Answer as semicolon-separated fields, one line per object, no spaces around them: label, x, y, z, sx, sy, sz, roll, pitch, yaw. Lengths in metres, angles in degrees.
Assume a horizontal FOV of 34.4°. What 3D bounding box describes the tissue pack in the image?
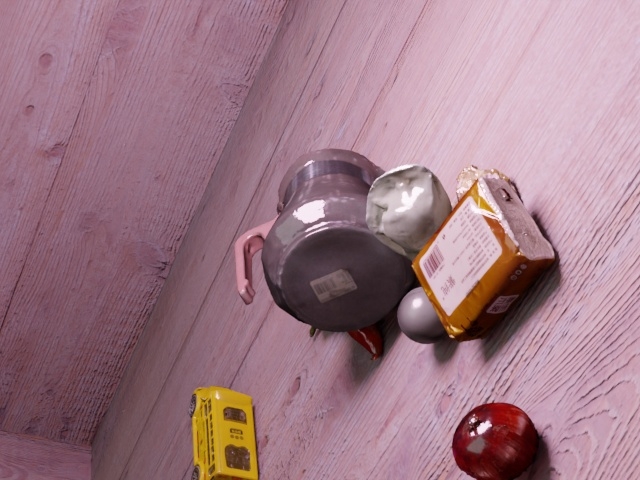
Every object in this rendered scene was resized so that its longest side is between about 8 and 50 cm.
tissue pack;0.261;0.032;1.692;0.226;0.092;0.183;-55;50;37

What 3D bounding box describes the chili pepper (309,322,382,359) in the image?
chili pepper;0.035;0.163;2.216;0.368;0.092;0.137;-172;87;-71

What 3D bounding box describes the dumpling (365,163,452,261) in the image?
dumpling;0.157;-0.036;1.808;0.108;0.153;0.219;-97;-4;-57

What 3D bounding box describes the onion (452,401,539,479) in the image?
onion;0.258;0.299;1.527;0.131;0.131;0.131;-49;32;47

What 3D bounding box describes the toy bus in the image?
toy bus;-0.240;0.489;2.581;0.152;0.144;0.330;-58;28;36

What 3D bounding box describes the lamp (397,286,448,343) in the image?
lamp;0.189;0.133;1.833;0.105;0.105;0.105;-49;32;47

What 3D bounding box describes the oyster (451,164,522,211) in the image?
oyster;0.268;-0.053;1.809;0.191;0.081;0.163;135;140;-57

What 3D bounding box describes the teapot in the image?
teapot;0.000;0.000;2.096;0.376;0.305;0.361;-24;29;11
